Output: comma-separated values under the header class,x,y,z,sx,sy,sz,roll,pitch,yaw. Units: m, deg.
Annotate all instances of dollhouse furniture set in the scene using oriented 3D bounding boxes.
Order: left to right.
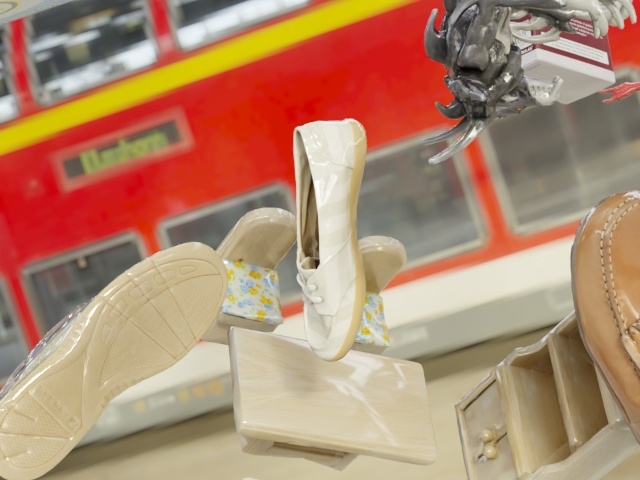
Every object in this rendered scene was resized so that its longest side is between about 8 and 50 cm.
class,x,y,z,sx,sy,sz,roll,pitch,yaw
dollhouse furniture set,0.105,0.152,1.644,0.394,0.362,0.256,13,-41,-26

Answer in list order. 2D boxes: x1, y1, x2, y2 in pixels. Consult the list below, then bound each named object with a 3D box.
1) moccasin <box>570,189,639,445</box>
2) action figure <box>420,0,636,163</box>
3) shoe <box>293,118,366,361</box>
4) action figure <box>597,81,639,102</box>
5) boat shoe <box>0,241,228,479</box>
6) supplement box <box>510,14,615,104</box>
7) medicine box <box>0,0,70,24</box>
class,x,y,z,sx,sy,sz,roll,pitch,yaw
moccasin,0.336,0.132,1.468,0.139,0.380,0.147,-24,11,-26
action figure,0.153,-0.177,1.114,0.141,0.275,0.164,14,18,0
shoe,0.000,0.000,1.456,0.058,0.219,0.076,-1,7,-30
action figure,0.363,-0.088,1.577,0.139,0.091,0.280,-22,38,15
boat shoe,-0.208,0.104,1.508,0.285,0.103,0.092,-46,23,-18
supplement box,0.226,-0.274,1.709,0.130,0.239,0.073,10,-23,-42
medicine box,-0.396,-0.246,1.385,0.263,0.149,0.289,-13,0,26
